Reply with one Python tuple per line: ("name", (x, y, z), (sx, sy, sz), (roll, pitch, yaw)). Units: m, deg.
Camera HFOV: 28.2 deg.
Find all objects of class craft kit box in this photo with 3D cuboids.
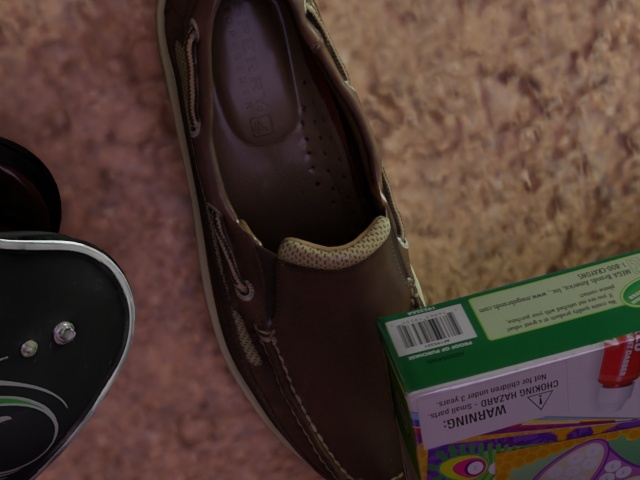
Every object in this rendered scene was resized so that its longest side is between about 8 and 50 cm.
("craft kit box", (0.162, 0.112, 0.570), (0.250, 0.061, 0.246), (-15, 128, -5))

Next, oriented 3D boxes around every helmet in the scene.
("helmet", (-0.166, 0.010, 0.464), (0.161, 0.169, 0.169), (32, 92, -34))

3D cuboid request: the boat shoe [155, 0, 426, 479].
("boat shoe", (-0.007, 0.003, 0.535), (0.095, 0.095, 0.257), (-24, 106, -8))
